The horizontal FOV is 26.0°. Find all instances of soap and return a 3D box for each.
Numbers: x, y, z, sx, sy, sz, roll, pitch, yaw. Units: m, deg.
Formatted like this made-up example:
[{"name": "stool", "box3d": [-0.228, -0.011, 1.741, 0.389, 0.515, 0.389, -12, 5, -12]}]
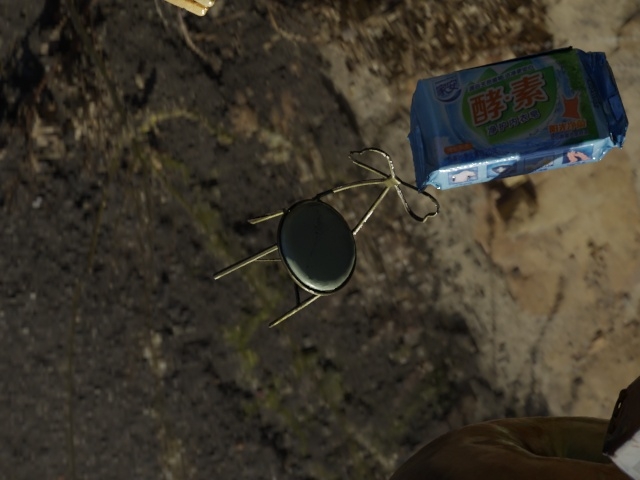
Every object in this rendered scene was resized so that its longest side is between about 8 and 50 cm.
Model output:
[{"name": "soap", "box3d": [0.260, -0.165, 1.873, 0.293, 0.156, 0.077, -12, 157, 1]}]

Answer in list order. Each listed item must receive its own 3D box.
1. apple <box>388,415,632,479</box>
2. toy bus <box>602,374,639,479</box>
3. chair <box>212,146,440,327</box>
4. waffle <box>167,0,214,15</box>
[{"name": "apple", "box3d": [0.208, 0.336, 1.226, 0.374, 0.384, 0.374, 3, 96, 26]}, {"name": "toy bus", "box3d": [0.372, 0.219, 0.909, 0.409, 0.093, 0.092, 35, 127, -1]}, {"name": "chair", "box3d": [0.000, 0.000, 2.064, 0.160, 0.170, 0.325, 45, 142, -18]}, {"name": "waffle", "box3d": [-0.186, -0.330, 1.629, 0.148, 0.102, 0.042, 21, 135, -12]}]
